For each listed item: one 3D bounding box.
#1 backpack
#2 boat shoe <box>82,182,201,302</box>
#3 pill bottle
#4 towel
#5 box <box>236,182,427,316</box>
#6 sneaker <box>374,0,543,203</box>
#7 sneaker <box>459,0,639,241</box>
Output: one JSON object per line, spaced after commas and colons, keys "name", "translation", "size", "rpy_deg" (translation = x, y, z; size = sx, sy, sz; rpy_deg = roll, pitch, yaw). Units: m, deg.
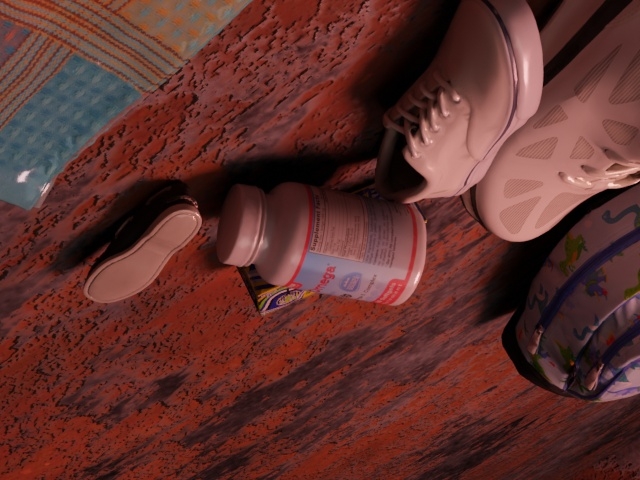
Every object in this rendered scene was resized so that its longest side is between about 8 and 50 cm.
{"name": "backpack", "translation": [0.386, 0.055, 1.368], "size": [0.290, 0.273, 0.355], "rpy_deg": [-16, 141, -11]}
{"name": "boat shoe", "translation": [-0.143, 0.002, 0.920], "size": [0.046, 0.038, 0.125], "rpy_deg": [25, 124, -37]}
{"name": "pill bottle", "translation": [0.000, 0.000, 0.961], "size": [0.160, 0.087, 0.087], "rpy_deg": [10, 141, -19]}
{"name": "towel", "translation": [-0.136, -0.154, 0.627], "size": [0.370, 0.040, 0.271], "rpy_deg": [-38, 154, 20]}
{"name": "box", "translation": [0.009, 0.003, 1.054], "size": [0.169, 0.059, 0.054], "rpy_deg": [-24, 158, -10]}
{"name": "sneaker", "translation": [0.101, -0.098, 0.912], "size": [0.091, 0.094, 0.258], "rpy_deg": [-25, 156, -19]}
{"name": "sneaker", "translation": [0.270, -0.073, 0.942], "size": [0.169, 0.257, 0.447], "rpy_deg": [-15, 153, -27]}
